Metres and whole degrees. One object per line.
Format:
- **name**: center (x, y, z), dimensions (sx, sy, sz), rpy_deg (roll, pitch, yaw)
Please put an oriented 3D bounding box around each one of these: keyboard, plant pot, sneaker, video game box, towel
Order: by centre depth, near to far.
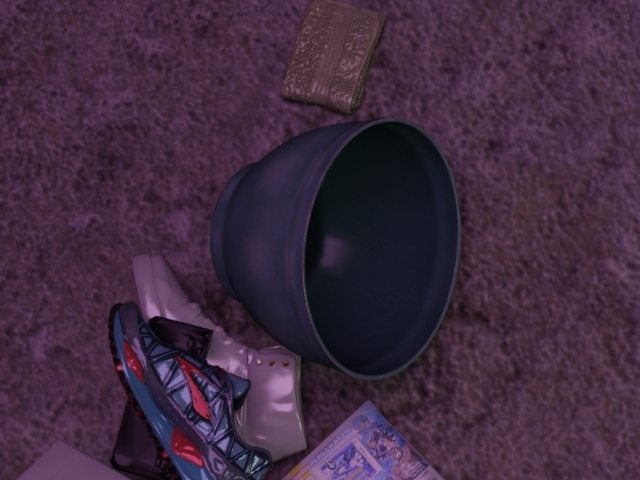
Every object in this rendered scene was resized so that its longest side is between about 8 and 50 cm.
- **sneaker**: center (-0.140, 0.172, 1.781), dimensions (0.125, 0.104, 0.262), rpy_deg (-29, 82, -10)
- **keyboard**: center (-0.165, 0.183, 1.832), dimensions (0.108, 0.023, 0.180), rpy_deg (13, 84, 13)
- **video game box**: center (0.044, 0.318, 1.838), dimensions (0.205, 0.048, 0.187), rpy_deg (-42, 73, -8)
- **plant pot**: center (0.000, 0.000, 1.853), dimensions (0.196, 0.293, 0.293), rpy_deg (8, 70, 39)
- **sneaker**: center (-0.109, 0.131, 1.899), dimensions (0.169, 0.108, 0.293), rpy_deg (-20, 79, -1)
- **towel**: center (0.014, -0.236, 2.044), dimensions (0.110, 0.027, 0.148), rpy_deg (14, 73, 13)

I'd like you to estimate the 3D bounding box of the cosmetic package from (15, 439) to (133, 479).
- **cosmetic package**: center (-0.193, 0.400, 1.705), dimensions (0.385, 0.156, 0.217), rpy_deg (25, 44, 19)
